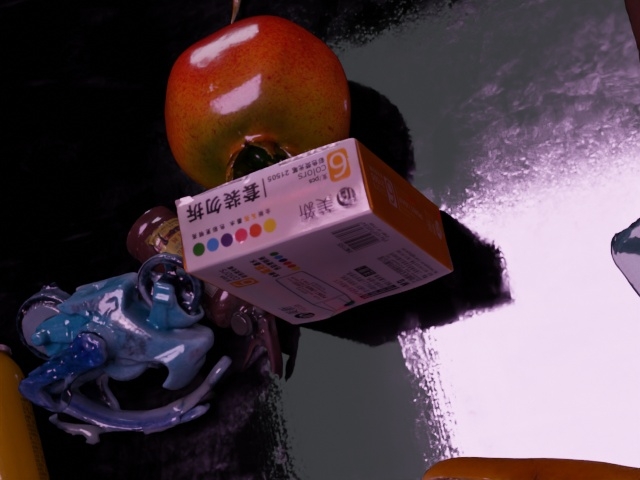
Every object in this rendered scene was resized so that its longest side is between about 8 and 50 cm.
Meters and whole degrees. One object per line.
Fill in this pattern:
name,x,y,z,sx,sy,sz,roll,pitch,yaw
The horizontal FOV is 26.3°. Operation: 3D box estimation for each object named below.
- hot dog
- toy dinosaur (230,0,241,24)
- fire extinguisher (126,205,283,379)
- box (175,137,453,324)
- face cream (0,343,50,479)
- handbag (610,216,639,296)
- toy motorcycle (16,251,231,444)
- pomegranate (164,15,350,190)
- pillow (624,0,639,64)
hot dog,0.255,0.291,1.401,0.337,0.100,0.135,1,77,25
toy dinosaur,-0.096,-0.322,1.741,0.041,0.026,0.113,-12,64,28
fire extinguisher,-0.124,0.065,1.652,0.252,0.106,0.075,37,55,25
box,0.000,0.000,1.491,0.220,0.274,0.091,-18,68,17
face cream,-0.394,0.268,1.692,0.105,0.105,0.349,-24,69,17
handbag,0.463,0.023,1.372,0.268,0.100,0.274,-38,65,10
toy motorcycle,-0.232,0.131,1.627,0.260,0.154,0.206,-15,103,22
pomegranate,-0.071,-0.135,1.573,0.220,0.221,0.257,-22,39,18
pillow,0.464,-0.271,1.422,0.307,0.108,0.305,-17,55,19
